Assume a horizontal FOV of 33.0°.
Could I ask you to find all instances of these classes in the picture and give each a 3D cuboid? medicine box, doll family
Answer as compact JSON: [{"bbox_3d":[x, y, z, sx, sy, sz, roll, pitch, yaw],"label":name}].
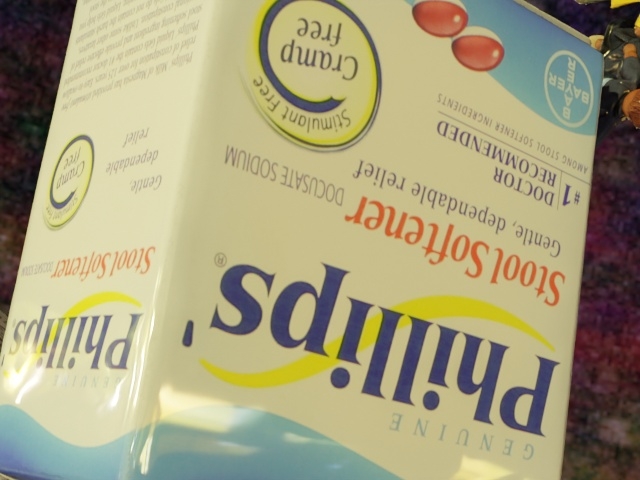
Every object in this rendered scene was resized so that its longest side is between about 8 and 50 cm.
[{"bbox_3d":[0.000,0.000,0.565,0.263,0.289,0.149,18,163,-36],"label":"medicine box"},{"bbox_3d":[0.201,-0.134,0.681,0.076,0.193,0.111,14,-176,-34],"label":"doll family"}]

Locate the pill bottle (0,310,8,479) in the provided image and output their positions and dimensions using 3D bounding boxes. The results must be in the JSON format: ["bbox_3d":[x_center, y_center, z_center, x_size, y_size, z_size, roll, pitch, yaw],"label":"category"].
[{"bbox_3d":[-0.277,0.152,0.644,0.204,0.204,0.361,17,-174,-13],"label":"pill bottle"}]
